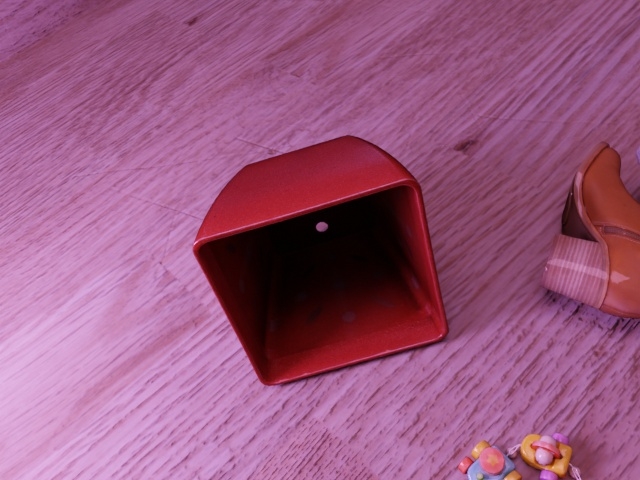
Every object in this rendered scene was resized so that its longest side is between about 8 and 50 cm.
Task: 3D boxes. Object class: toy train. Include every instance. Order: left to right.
[{"bbox_3d":[0.236,0.270,0.641,0.167,0.046,0.125,-7,49,11],"label":"toy train"}]

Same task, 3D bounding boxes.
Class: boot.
[{"bbox_3d":[0.438,-0.011,0.780,0.220,0.109,0.283,17,49,22],"label":"boot"}]

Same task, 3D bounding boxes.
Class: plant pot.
[{"bbox_3d":[0.000,0.000,0.816,0.268,0.267,0.235,-16,37,4],"label":"plant pot"}]

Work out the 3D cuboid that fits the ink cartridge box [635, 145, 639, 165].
[{"bbox_3d":[0.538,-0.037,0.740,0.224,0.045,0.223,13,45,-1],"label":"ink cartridge box"}]
